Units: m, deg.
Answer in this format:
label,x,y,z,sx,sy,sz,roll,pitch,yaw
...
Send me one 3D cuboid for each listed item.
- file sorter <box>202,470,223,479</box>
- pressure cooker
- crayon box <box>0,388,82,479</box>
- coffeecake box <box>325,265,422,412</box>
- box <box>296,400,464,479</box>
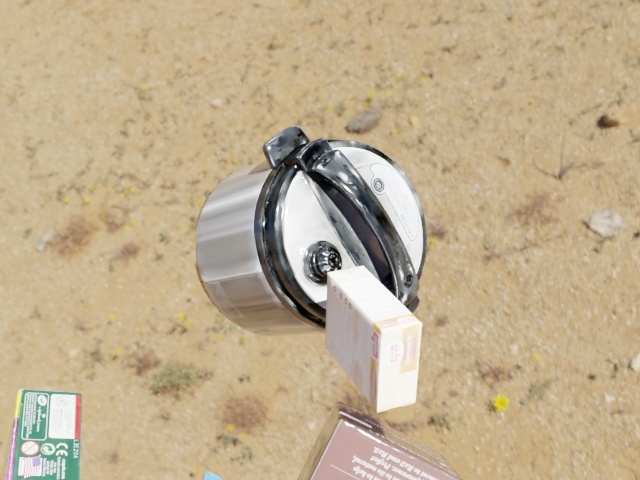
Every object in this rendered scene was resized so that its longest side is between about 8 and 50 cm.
label,x,y,z,sx,sy,sz,roll,pitch,yaw
file sorter,-0.148,0.435,1.311,0.118,0.170,0.104,27,82,-2
pressure cooker,-0.003,0.005,1.655,0.420,0.370,0.375,-13,65,56
crayon box,-0.423,0.458,1.263,0.106,0.313,0.363,8,37,-20
coffeecake box,0.076,0.145,1.314,0.068,0.142,0.185,-10,29,-22
box,0.058,0.315,1.052,0.168,0.203,0.167,27,86,2
